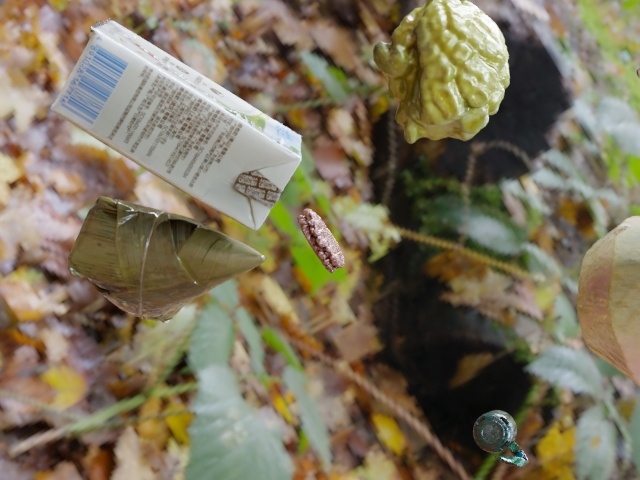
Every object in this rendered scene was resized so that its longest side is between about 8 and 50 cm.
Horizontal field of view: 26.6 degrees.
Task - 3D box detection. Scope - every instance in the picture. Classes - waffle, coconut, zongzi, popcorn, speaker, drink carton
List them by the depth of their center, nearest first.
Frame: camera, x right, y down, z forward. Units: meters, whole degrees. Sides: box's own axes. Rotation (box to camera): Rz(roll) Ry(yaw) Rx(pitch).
[{"bbox_3d":[0.144,-0.188,1.554,0.142,0.173,0.174,-8,65,-41],"label":"popcorn"},{"bbox_3d":[0.000,0.000,1.606,0.075,0.029,0.083,61,6,36],"label":"waffle"},{"bbox_3d":[0.481,0.078,1.796,0.259,0.259,0.259,52,17,-23],"label":"coconut"},{"bbox_3d":[-0.192,-0.160,1.838,0.324,0.132,0.194,30,11,-7],"label":"drink carton"},{"bbox_3d":[-0.185,0.053,1.985,0.274,0.300,0.145,56,45,-65],"label":"zongzi"},{"bbox_3d":[0.268,0.301,2.024,0.094,0.060,0.075,69,14,9],"label":"speaker"}]

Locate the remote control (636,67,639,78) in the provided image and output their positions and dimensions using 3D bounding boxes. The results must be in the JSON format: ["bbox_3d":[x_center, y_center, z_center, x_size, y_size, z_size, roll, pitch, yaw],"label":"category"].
[{"bbox_3d":[0.480,-0.158,1.489,0.277,0.103,0.056,34,-36,56],"label":"remote control"}]
